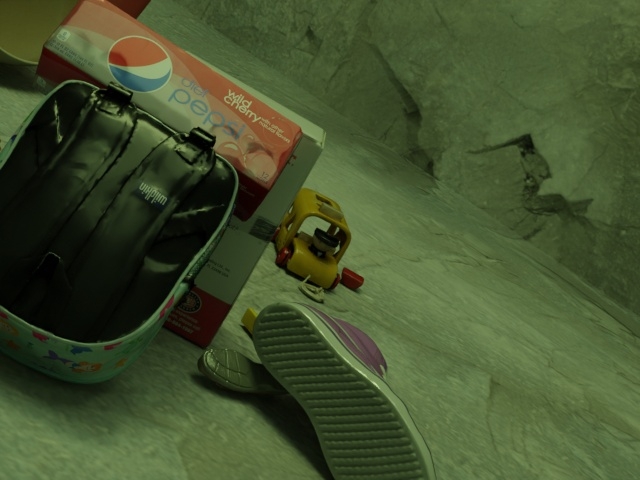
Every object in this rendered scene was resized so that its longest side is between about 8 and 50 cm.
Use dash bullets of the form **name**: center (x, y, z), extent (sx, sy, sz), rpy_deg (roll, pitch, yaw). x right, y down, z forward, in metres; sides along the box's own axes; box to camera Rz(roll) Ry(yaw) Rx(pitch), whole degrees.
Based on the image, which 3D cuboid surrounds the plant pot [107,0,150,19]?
- **plant pot**: center (-0.435, -0.441, 2.167), extent (0.275, 0.243, 0.275), rpy_deg (29, 14, -8)

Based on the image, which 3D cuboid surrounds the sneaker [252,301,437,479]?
- **sneaker**: center (0.058, 0.179, 1.323), extent (0.161, 0.102, 0.282), rpy_deg (19, 32, -58)

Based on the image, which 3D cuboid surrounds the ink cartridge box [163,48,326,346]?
- **ink cartridge box**: center (-0.142, -0.051, 1.396), extent (0.197, 0.272, 0.114), rpy_deg (30, 15, -6)

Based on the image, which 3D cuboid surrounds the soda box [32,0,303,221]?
- **soda box**: center (-0.154, -0.135, 1.254), extent (0.263, 0.083, 0.092), rpy_deg (32, 59, -5)

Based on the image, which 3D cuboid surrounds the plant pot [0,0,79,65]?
- **plant pot**: center (-0.516, -0.401, 1.921), extent (0.191, 0.284, 0.284), rpy_deg (-5, -8, 35)

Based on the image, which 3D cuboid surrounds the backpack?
- **backpack**: center (-0.225, 0.005, 1.171), extent (0.225, 0.191, 0.253), rpy_deg (30, 54, -3)

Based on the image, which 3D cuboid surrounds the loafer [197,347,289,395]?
- **loafer**: center (-0.083, 0.149, 1.337), extent (0.125, 0.039, 0.045), rpy_deg (17, 53, -34)

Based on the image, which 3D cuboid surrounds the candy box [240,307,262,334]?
- **candy box**: center (-0.008, 0.154, 1.474), extent (0.105, 0.027, 0.206), rpy_deg (21, 18, -42)

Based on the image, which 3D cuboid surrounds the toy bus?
- **toy bus**: center (-0.006, -0.007, 1.857), extent (0.202, 0.104, 0.191), rpy_deg (38, 16, 26)
